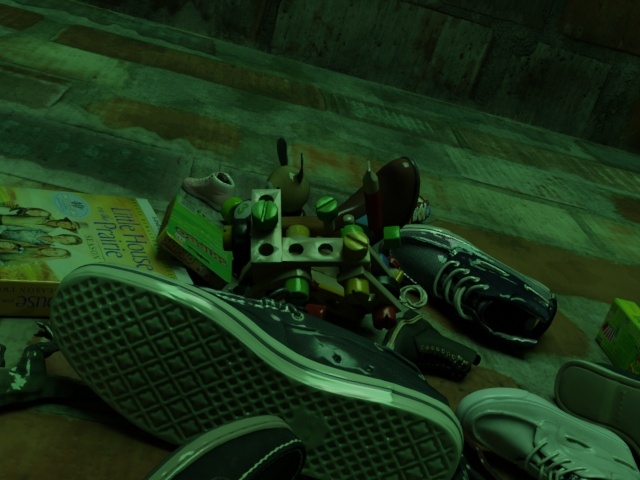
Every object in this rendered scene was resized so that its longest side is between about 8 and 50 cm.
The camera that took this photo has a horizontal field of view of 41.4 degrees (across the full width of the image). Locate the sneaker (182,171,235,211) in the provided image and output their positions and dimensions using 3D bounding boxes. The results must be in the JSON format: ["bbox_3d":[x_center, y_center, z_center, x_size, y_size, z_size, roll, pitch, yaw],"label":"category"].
[{"bbox_3d":[-0.216,-0.112,1.662,0.134,0.070,0.051,32,28,34],"label":"sneaker"}]

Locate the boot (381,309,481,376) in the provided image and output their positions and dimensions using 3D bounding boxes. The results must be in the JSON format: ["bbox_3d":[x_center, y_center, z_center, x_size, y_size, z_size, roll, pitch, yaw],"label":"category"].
[{"bbox_3d":[0.164,0.174,1.271,0.137,0.076,0.198,29,25,14],"label":"boot"}]

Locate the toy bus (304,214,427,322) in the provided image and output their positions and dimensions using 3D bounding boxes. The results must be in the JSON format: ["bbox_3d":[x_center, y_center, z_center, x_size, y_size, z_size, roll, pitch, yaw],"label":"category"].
[{"bbox_3d":[0.056,0.076,1.349,0.191,0.104,0.202,-17,52,-2],"label":"toy bus"}]

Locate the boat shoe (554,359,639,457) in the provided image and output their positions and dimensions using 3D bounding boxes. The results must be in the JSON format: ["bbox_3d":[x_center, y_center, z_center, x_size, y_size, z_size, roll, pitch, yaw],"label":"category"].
[{"bbox_3d":[0.490,0.265,1.205,0.113,0.127,0.340,9,6,-31],"label":"boat shoe"}]

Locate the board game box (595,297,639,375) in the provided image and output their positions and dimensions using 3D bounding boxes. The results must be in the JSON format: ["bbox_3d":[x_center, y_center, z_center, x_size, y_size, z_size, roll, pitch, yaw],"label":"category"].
[{"bbox_3d":[0.555,0.187,1.492,0.043,0.092,0.181,12,23,-11],"label":"board game box"}]

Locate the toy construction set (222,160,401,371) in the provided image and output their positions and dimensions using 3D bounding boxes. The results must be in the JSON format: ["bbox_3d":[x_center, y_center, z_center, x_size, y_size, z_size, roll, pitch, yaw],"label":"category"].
[{"bbox_3d":[0.000,0.000,1.187,0.258,0.237,0.308,15,53,20],"label":"toy construction set"}]

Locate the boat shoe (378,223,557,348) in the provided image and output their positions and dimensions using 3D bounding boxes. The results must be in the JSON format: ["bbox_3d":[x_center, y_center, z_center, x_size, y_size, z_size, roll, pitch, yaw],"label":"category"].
[{"bbox_3d":[0.253,0.075,1.482,0.341,0.127,0.158,22,15,9],"label":"boat shoe"}]

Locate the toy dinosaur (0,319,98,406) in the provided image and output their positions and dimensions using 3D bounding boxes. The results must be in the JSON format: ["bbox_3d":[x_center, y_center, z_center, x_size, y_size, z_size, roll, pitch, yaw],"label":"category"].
[{"bbox_3d":[-0.343,0.146,0.976,0.268,0.064,0.118,5,39,-35],"label":"toy dinosaur"}]

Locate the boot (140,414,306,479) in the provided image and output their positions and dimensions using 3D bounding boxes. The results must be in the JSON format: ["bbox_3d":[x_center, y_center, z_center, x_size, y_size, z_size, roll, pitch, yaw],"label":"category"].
[{"bbox_3d":[-0.062,0.310,0.688,0.284,0.138,0.377,28,28,26],"label":"boot"}]

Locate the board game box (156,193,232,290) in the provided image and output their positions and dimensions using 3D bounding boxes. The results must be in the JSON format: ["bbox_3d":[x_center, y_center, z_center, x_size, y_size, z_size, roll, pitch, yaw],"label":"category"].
[{"bbox_3d":[-0.195,0.001,1.345,0.124,0.039,0.259,40,5,-14],"label":"board game box"}]

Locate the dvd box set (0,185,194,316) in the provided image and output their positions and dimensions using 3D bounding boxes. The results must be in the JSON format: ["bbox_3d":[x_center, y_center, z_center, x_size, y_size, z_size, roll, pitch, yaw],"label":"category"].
[{"bbox_3d":[-0.425,0.009,1.233,0.421,0.062,0.307,5,26,-28],"label":"dvd box set"}]

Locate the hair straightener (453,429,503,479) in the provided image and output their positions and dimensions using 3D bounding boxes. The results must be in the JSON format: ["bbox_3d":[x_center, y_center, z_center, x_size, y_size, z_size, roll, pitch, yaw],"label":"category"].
[{"bbox_3d":[0.175,0.298,1.036,0.089,0.047,0.230,-11,39,-27],"label":"hair straightener"}]

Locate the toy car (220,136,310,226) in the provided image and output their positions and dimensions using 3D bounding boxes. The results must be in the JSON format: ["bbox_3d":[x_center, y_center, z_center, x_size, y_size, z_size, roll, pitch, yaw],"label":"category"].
[{"bbox_3d":[-0.078,-0.086,1.541,0.149,0.188,0.155,1,27,-35],"label":"toy car"}]

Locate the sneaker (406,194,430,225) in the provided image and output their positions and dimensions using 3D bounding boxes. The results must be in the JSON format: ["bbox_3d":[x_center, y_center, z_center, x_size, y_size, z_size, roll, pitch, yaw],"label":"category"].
[{"bbox_3d":[0.204,-0.068,1.866,0.084,0.069,0.185,12,23,0],"label":"sneaker"}]

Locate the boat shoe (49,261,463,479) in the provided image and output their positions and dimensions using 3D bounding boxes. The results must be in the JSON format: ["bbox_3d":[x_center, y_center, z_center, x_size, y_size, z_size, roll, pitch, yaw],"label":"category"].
[{"bbox_3d":[-0.072,0.155,1.001,0.500,0.186,0.156,21,19,-7],"label":"boat shoe"}]

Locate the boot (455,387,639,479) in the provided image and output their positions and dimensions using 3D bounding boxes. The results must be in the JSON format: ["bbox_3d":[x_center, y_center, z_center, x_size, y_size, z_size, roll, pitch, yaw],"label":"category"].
[{"bbox_3d":[0.302,0.276,1.084,0.258,0.095,0.123,18,21,-10],"label":"boot"}]

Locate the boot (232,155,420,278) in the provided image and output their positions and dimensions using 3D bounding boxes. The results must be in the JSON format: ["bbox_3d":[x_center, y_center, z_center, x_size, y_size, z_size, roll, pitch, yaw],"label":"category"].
[{"bbox_3d":[0.008,-0.042,1.418,0.280,0.264,0.096,-2,57,-43],"label":"boot"}]
